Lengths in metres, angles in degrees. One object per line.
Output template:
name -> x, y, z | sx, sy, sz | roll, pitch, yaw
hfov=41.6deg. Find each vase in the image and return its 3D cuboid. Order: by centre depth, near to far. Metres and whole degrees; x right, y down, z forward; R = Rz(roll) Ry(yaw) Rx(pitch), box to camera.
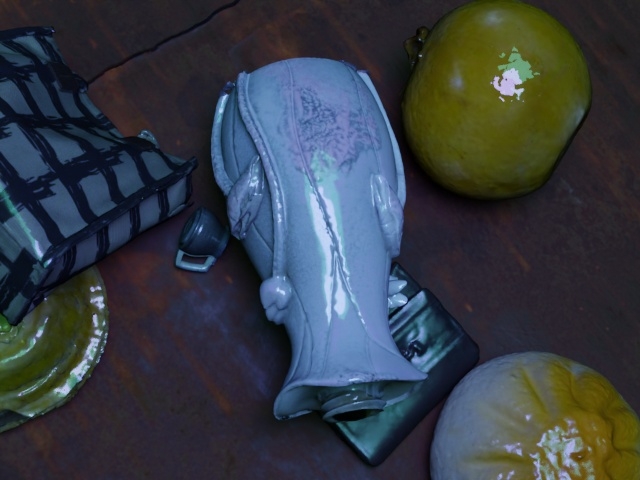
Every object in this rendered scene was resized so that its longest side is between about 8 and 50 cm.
vase -> 0.000, 0.000, 1.053 | 0.249, 0.250, 0.446 | -6, 68, -12

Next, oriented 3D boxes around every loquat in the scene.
loquat -> 0.232, -0.201, 1.154 | 0.274, 0.275, 0.275 | 3, 74, -9

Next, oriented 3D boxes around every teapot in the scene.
teapot -> -0.159, 0.003, 1.136 | 0.057, 0.066, 0.088 | 28, 93, -19

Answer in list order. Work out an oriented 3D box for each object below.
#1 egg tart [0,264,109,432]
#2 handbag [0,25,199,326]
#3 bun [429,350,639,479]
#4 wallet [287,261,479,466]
egg tart -> -0.409, 0.095, 1.035 | 0.290, 0.115, 0.291 | 2, 76, -9
handbag -> -0.352, -0.105, 1.010 | 0.325, 0.162, 0.327 | 45, 35, 2
bun -> 0.296, 0.283, 1.078 | 0.298, 0.165, 0.299 | 3, 74, -11
wallet -> 0.087, 0.167, 1.136 | 0.229, 0.049, 0.182 | -43, 88, -16
